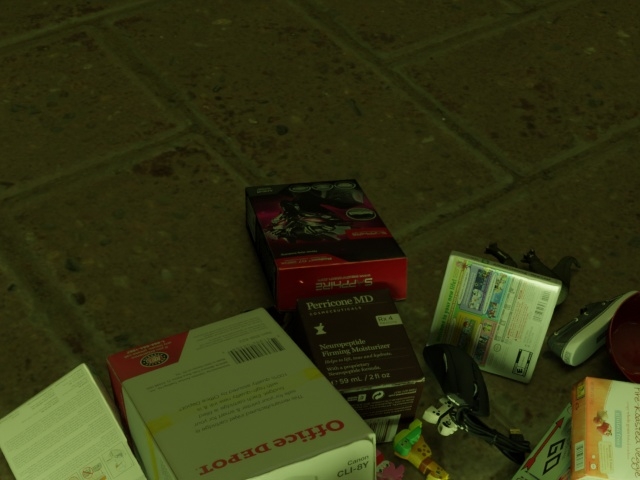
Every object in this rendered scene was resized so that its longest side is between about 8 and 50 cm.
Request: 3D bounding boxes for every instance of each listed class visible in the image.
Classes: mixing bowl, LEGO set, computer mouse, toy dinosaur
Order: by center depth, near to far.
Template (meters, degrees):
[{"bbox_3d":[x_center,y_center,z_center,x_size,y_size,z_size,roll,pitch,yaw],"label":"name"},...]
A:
[{"bbox_3d":[0.156,0.353,1.641,0.093,0.087,0.227,38,46,25],"label":"LEGO set"},{"bbox_3d":[0.273,0.261,1.725,0.184,0.060,0.262,35,15,-20],"label":"computer mouse"},{"bbox_3d":[0.577,0.185,1.829,0.181,0.098,0.182,3,75,-10],"label":"mixing bowl"},{"bbox_3d":[0.389,0.085,1.935,0.313,0.121,0.160,9,33,-41],"label":"toy dinosaur"}]

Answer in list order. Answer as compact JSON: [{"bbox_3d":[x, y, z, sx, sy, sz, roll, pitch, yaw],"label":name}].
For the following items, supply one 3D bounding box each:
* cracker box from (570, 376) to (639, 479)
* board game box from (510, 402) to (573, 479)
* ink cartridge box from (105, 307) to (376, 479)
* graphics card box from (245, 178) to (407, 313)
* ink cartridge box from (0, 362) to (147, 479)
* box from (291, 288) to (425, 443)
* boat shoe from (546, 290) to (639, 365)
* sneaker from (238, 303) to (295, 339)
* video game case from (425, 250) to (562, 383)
[{"bbox_3d":[0.512,0.309,1.610,0.232,0.067,0.156,9,68,-7],"label":"cracker box"},{"bbox_3d":[0.417,0.401,1.610,0.213,0.046,0.317,29,38,22],"label":"board game box"},{"bbox_3d":[-0.126,0.288,1.541,0.279,0.160,0.384,-15,30,-22],"label":"ink cartridge box"},{"bbox_3d":[0.000,0.000,1.899,0.232,0.094,0.371,-5,25,-10],"label":"graphics card box"},{"bbox_3d":[-0.378,0.329,1.579,0.181,0.056,0.225,-34,72,-1],"label":"ink cartridge box"},{"bbox_3d":[0.054,0.214,1.705,0.168,0.167,0.203,-6,46,-14],"label":"box"},{"bbox_3d":[0.505,0.150,1.900,0.228,0.080,0.076,-34,45,-26],"label":"boat shoe"},{"bbox_3d":[-0.144,0.164,1.788,0.225,0.093,0.088,-21,51,-25],"label":"sneaker"},{"bbox_3d":[0.296,0.134,1.788,0.193,0.212,0.023,16,31,9],"label":"video game case"}]
